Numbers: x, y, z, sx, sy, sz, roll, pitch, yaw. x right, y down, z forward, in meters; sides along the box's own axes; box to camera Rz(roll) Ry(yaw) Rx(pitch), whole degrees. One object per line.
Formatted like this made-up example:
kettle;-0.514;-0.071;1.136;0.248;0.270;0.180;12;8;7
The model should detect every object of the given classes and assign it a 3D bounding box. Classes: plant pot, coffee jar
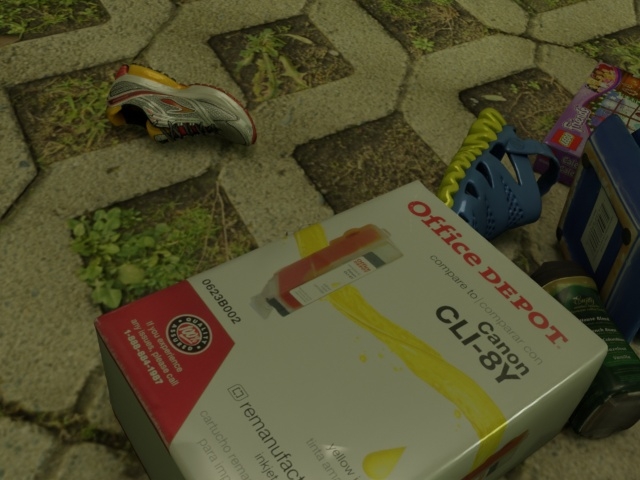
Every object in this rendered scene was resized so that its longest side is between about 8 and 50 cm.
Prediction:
plant pot;0.417;-0.011;0.828;0.211;0.236;0.236;-1;46;-2
coffee jar;0.284;0.113;0.775;0.079;0.096;0.185;-3;47;-15

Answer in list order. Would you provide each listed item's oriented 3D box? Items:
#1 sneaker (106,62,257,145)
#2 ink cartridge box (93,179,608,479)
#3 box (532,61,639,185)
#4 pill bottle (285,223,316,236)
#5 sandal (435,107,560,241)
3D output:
sneaker;-0.198;-0.171;1.007;0.225;0.088;0.093;16;66;8
ink cartridge box;0.027;0.132;0.674;0.384;0.161;0.279;-24;53;-28
box;0.478;-0.162;1.098;0.200;0.057;0.293;27;48;19
pill bottle;0.000;0.000;0.881;0.083;0.043;0.043;-5;47;-13
sandal;0.227;-0.060;0.924;0.138;0.126;0.317;26;49;11
